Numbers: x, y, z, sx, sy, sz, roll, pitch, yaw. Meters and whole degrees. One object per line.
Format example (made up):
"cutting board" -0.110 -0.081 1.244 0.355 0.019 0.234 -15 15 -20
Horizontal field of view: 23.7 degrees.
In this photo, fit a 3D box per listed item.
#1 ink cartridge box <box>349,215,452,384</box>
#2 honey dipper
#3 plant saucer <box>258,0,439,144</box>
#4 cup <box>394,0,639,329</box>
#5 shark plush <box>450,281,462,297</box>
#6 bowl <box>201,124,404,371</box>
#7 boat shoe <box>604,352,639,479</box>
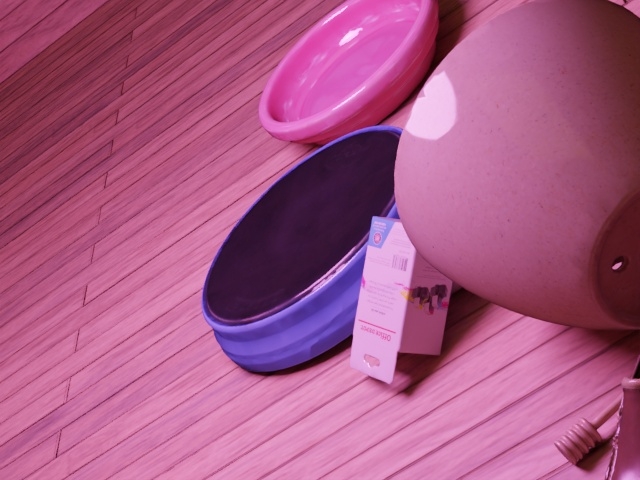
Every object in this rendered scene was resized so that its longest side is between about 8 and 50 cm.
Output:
"ink cartridge box" 0.095 0.070 1.759 0.104 0.061 0.181 17 98 61
"honey dipper" 0.292 0.152 1.460 0.160 0.030 0.030 -41 26 -4
"plant saucer" 0.055 -0.263 2.339 0.332 0.084 0.332 -32 28 20
"cup" 0.272 -0.044 1.484 0.331 0.331 0.237 -43 37 1
"shark plush" 0.155 0.044 1.813 0.161 0.073 0.067 -50 -2 34
"bowl" 0.000 0.000 2.017 0.391 0.077 0.391 -34 26 19
"boat shoe" 0.297 0.157 1.365 0.095 0.095 0.257 -12 40 46
